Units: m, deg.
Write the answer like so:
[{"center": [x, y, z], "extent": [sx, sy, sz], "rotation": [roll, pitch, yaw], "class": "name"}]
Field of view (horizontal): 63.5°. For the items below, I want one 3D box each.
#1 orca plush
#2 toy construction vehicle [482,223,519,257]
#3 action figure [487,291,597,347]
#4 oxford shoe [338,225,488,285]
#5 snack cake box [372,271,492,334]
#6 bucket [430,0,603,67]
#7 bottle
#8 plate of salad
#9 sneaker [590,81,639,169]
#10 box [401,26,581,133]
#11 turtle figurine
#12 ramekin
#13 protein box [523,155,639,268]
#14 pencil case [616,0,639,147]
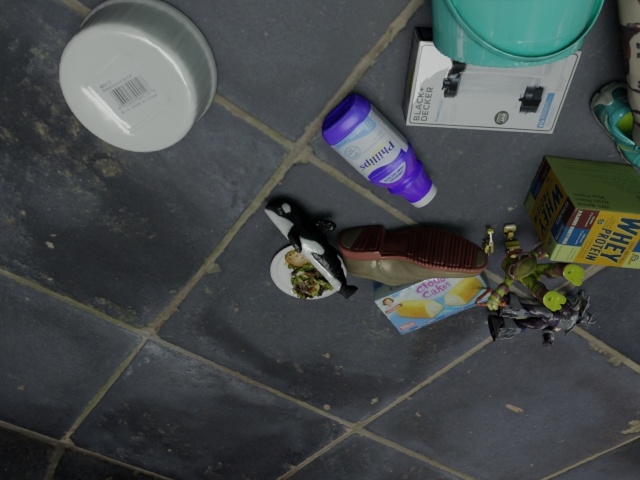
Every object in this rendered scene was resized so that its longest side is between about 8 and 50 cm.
[{"center": [0.000, 0.000, 1.202], "extent": [0.102, 0.151, 0.287], "rotation": [-42, 75, 7], "class": "orca plush"}, {"center": [0.444, 0.008, 1.266], "extent": [0.086, 0.035, 0.098], "rotation": [-4, 129, 6], "class": "toy construction vehicle"}, {"center": [0.602, 0.210, 1.387], "extent": [0.286, 0.099, 0.185], "rotation": [2, 124, -3], "class": "action figure"}, {"center": [0.220, 0.048, 1.245], "extent": [0.349, 0.123, 0.130], "rotation": [9, 135, 19], "class": "oxford shoe"}, {"center": [0.286, 0.123, 1.334], "extent": [0.265, 0.089, 0.152], "rotation": [-27, 124, 22], "class": "snack cake box"}, {"center": [0.299, -0.401, 0.801], "extent": [0.282, 0.281, 0.183], "rotation": [-4, 132, 6], "class": "bucket"}, {"center": [0.133, -0.177, 1.092], "extent": [0.118, 0.092, 0.283], "rotation": [-37, 119, 27], "class": "bottle"}, {"center": [-0.032, 0.090, 1.347], "extent": [0.200, 0.048, 0.199], "rotation": [1, 129, 1], "class": "plate of salad"}, {"center": [0.649, -0.201, 1.039], "extent": [0.276, 0.109, 0.107], "rotation": [29, 124, -21], "class": "sneaker"}, {"center": [0.312, -0.302, 0.986], "extent": [0.290, 0.087, 0.169], "rotation": [4, 129, -1], "class": "box"}, {"center": [0.479, 0.064, 1.164], "extent": [0.270, 0.217, 0.087], "rotation": [-39, 108, -6], "class": "turtle figurine"}, {"center": [-0.346, -0.304, 0.985], "extent": [0.278, 0.135, 0.277], "rotation": [1, 130, 2], "class": "ramekin"}, {"center": [0.575, -0.062, 1.095], "extent": [0.200, 0.201, 0.135], "rotation": [6, 129, -2], "class": "protein box"}, {"center": [0.581, -0.341, 0.825], "extent": [0.160, 0.183, 0.409], "rotation": [-25, 112, -12], "class": "pencil case"}]
